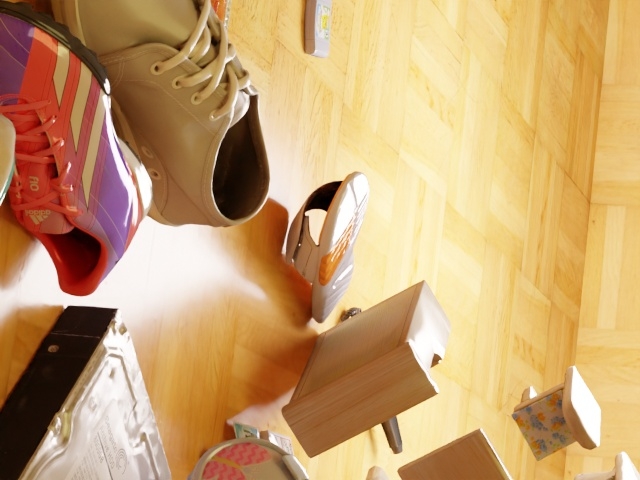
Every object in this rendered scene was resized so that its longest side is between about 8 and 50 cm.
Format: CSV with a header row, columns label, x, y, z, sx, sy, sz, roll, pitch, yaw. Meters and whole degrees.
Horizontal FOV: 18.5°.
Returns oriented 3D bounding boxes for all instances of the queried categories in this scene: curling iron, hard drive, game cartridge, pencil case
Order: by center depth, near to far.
label,x,y,z,sx,sy,sz,roll,pitch,yaw
hard drive,-0.233,0.250,1.726,0.339,0.064,0.237,-64,151,-49
pencil case,-0.095,0.295,1.869,0.273,0.124,0.113,116,-40,-52
game cartridge,-0.003,-0.263,2.363,0.056,0.017,0.083,2,91,-67
curling iron,0.068,0.190,2.594,0.274,0.035,0.068,72,33,-44

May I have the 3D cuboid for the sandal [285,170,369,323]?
label,x,y,z,sx,sy,sz,roll,pitch,yaw
sandal,-0.005,0.008,2.328,0.102,0.076,0.265,-54,166,-33

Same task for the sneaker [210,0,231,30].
label,x,y,z,sx,sy,sz,roll,pitch,yaw
sneaker,-0.119,-0.270,1.975,0.067,0.064,0.175,15,75,-60

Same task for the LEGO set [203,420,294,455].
label,x,y,z,sx,sy,sz,roll,pitch,yaw
LEGO set,-0.077,0.299,2.199,0.244,0.060,0.182,31,44,-67

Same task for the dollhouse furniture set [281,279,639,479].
label,x,y,z,sx,sy,sz,roll,pitch,yaw
dollhouse furniture set,0.146,0.281,2.336,0.394,0.362,0.256,59,16,-10

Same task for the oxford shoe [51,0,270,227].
label,x,y,z,sx,sy,sz,roll,pitch,yaw
oxford shoe,-0.136,-0.171,1.802,0.169,0.130,0.449,-62,152,-32

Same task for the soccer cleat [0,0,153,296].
label,x,y,z,sx,sy,sz,roll,pitch,yaw
soccer cleat,-0.227,-0.075,1.644,0.318,0.109,0.116,68,35,-54

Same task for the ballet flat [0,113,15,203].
label,x,y,z,sx,sy,sz,roll,pitch,yaw
ballet flat,-0.328,0.012,1.361,0.139,0.139,0.400,74,28,-42
